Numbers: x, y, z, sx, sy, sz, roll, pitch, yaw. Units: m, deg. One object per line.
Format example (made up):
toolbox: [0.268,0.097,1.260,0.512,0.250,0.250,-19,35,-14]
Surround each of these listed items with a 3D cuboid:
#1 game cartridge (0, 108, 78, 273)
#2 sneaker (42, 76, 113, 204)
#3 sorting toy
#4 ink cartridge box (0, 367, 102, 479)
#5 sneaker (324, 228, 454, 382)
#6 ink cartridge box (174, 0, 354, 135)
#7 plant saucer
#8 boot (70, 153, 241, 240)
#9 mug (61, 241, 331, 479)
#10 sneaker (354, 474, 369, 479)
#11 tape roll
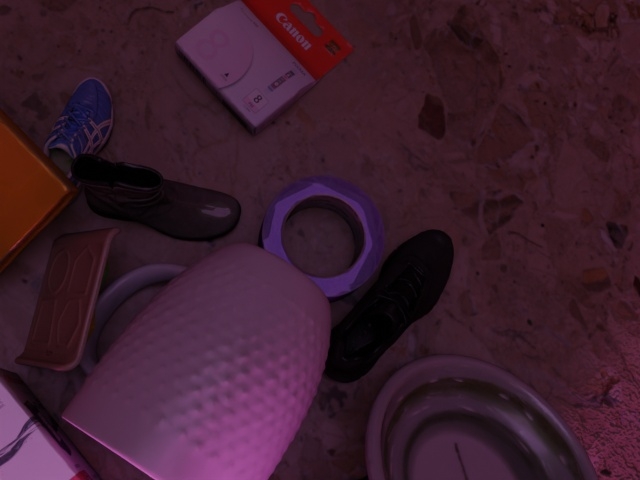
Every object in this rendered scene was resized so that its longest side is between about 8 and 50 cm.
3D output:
game cartridge: [-0.556,-0.088,1.320,0.285,0.053,0.323,-44,85,6]
sneaker: [-0.369,-0.152,1.384,0.080,0.081,0.211,16,77,-4]
sorting toy: [-0.354,0.083,1.298,0.038,0.193,0.208,26,72,-34]
ink cartridge box: [-0.398,0.293,1.244,0.100,0.172,0.237,-39,86,-14]
sneaker: [0.114,0.096,1.381,0.109,0.130,0.286,37,75,2]
ink cartridge box: [-0.086,-0.312,1.473,0.232,0.066,0.189,-43,87,-9]
plant saucer: [0.223,0.356,1.309,0.401,0.100,0.400,18,46,-20]
boot: [-0.237,-0.062,1.344,0.247,0.161,0.083,9,78,-7]
mug: [-0.180,0.162,1.275,0.374,0.276,0.328,24,70,29]
sneaker: [0.034,0.375,1.359,0.119,0.047,0.057,-36,74,-14]
tape roll: [0.000,0.000,1.408,0.189,0.080,0.188,2,78,-8]
